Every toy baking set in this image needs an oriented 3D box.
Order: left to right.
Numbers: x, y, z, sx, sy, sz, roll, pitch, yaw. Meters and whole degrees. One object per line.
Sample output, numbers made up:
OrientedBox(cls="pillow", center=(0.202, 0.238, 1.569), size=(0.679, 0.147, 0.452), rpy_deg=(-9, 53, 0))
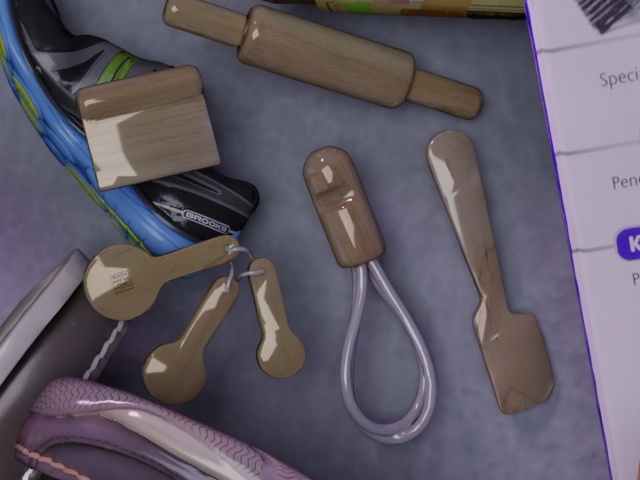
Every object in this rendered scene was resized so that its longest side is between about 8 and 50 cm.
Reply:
OrientedBox(cls="toy baking set", center=(0.000, -0.007, 0.767), size=(0.256, 0.030, 0.196), rpy_deg=(12, 87, -13))

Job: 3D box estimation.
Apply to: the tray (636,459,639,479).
OrientedBox(cls="tray", center=(0.307, 0.196, 0.620), size=(0.411, 0.076, 0.202), rpy_deg=(6, 94, -18))

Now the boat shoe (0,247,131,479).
OrientedBox(cls="boat shoe", center=(-0.175, 0.158, 0.776), size=(0.097, 0.116, 0.324), rpy_deg=(32, 92, -5))

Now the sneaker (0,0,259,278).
OrientedBox(cls="sneaker", center=(-0.102, -0.068, 0.796), size=(0.078, 0.067, 0.188), rpy_deg=(-38, 82, -14))

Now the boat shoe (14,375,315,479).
OrientedBox(cls="boat shoe", center=(0.004, 0.194, 0.696), size=(0.355, 0.132, 0.130), rpy_deg=(36, 78, -4))

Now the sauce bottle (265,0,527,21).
OrientedBox(cls="sauce bottle", center=(0.137, -0.152, 0.726), size=(0.344, 0.111, 0.111), rpy_deg=(5, 90, 10))

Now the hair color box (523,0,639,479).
OrientedBox(cls="hair color box", center=(0.194, -0.014, 0.661), size=(0.185, 0.110, 0.338), rpy_deg=(-10, 113, 9))
